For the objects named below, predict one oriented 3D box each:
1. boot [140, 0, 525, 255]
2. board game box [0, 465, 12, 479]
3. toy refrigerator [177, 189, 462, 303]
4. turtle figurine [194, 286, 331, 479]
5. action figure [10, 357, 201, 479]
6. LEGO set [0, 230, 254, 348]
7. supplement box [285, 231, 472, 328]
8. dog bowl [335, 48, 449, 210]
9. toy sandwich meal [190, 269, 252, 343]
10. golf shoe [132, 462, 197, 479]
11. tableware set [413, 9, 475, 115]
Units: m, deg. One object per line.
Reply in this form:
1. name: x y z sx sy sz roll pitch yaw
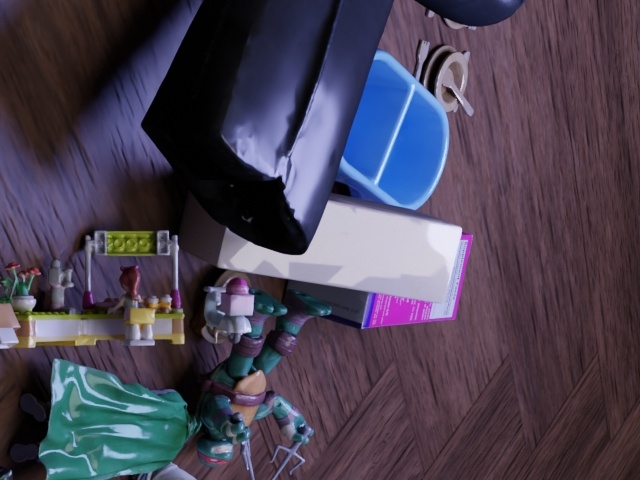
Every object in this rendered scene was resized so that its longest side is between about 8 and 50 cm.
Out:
1. boot: 0.037 -0.181 1.466 0.367 0.146 0.445 39 54 -36
2. board game box: -0.333 0.232 1.155 0.194 0.194 0.060 -36 133 -44
3. toy refrigerator: 0.000 0.000 1.542 0.269 0.102 0.094 10 97 -31
4. turtle figurine: -0.074 0.166 1.578 0.175 0.118 0.234 -12 123 -67
5. action figure: -0.196 0.182 1.467 0.232 0.063 0.137 9 95 -54
6. LEGO set: -0.206 0.041 1.351 0.287 0.132 0.107 2 87 -34
7. supplement box: 0.072 0.033 1.764 0.220 0.111 0.114 2 102 -58
8. dog bowl: 0.055 -0.125 1.700 0.297 0.074 0.166 34 76 -58
9. toy sandwich meal: -0.103 0.067 1.591 0.085 0.029 0.086 -29 126 -51
10. golf shoe: -0.160 0.317 1.568 0.069 0.086 0.176 -20 122 -54
11. tableware set: 0.171 -0.247 1.853 0.128 0.039 0.194 0 105 -57
